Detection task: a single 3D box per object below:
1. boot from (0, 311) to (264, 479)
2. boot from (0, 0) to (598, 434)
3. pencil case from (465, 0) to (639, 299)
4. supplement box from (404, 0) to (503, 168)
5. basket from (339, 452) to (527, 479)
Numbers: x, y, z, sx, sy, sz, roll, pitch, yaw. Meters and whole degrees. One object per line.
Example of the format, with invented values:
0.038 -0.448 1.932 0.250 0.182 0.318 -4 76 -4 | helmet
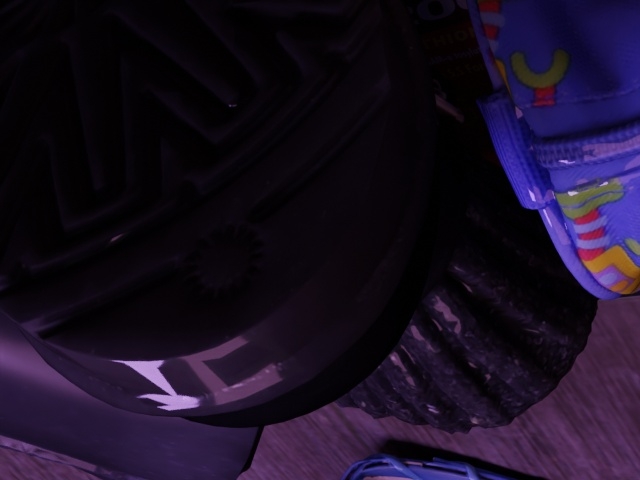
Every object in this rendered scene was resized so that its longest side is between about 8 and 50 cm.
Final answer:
-0.225 0.001 0.794 0.445 0.146 0.367 24 175 -7 | boot
0.003 -0.003 0.625 0.131 0.348 0.260 -37 123 6 | boot
0.180 -0.082 0.490 0.306 0.133 0.119 -21 97 28 | pencil case
0.044 -0.092 0.786 0.130 0.073 0.239 -10 137 34 | supplement box
0.099 0.232 1.108 0.255 0.201 0.289 16 156 1 | basket
